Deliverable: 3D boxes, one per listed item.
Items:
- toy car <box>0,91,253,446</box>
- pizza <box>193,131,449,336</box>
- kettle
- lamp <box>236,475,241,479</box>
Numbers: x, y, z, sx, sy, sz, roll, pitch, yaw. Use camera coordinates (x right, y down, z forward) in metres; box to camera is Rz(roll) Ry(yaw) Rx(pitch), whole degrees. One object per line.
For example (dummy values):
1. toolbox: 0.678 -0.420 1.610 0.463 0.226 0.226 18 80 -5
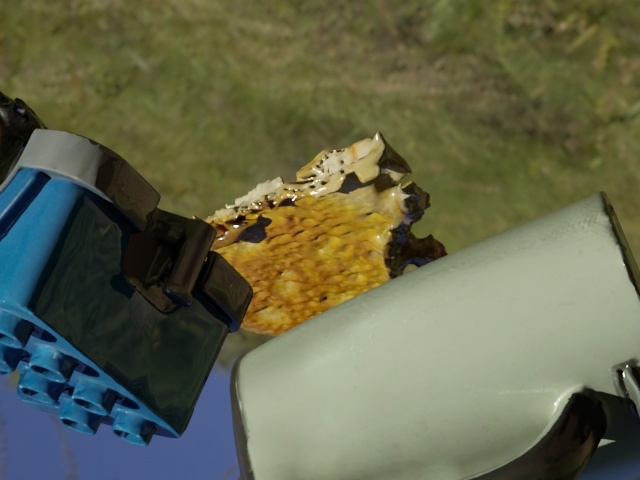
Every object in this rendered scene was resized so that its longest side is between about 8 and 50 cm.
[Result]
1. toy car: -0.119 0.019 0.540 0.097 0.191 0.100 48 -122 -47
2. pizza: 0.000 0.001 1.263 0.297 0.189 0.071 90 -171 -67
3. kettle: 0.079 0.099 1.031 0.240 0.255 0.165 -83 -29 -70
4. lamp: -0.007 0.241 1.429 0.157 0.135 0.156 -31 -56 -57
